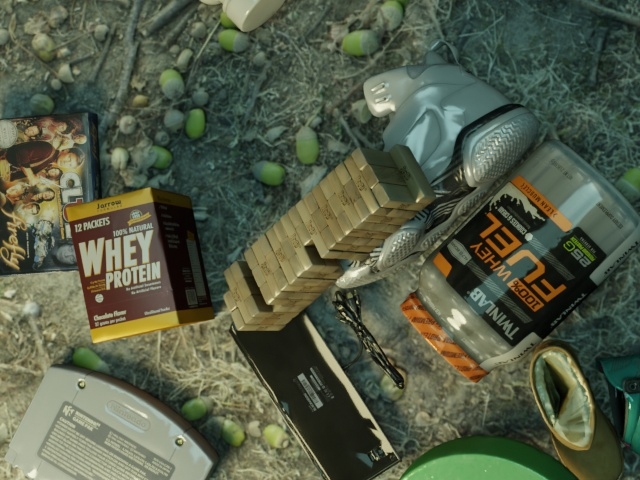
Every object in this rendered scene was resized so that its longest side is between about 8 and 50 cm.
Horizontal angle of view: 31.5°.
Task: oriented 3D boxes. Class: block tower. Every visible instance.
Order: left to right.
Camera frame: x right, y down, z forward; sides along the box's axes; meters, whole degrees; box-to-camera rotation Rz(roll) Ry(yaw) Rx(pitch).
[{"bbox_3d":[0.000,0.000,1.552,0.335,0.097,0.091,-41,62,31],"label":"block tower"}]

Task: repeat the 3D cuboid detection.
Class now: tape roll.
[{"bbox_3d":[0.233,0.434,1.569,0.321,0.077,0.321,4,103,19],"label":"tape roll"}]

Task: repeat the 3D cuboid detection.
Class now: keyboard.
[{"bbox_3d":[0.020,0.199,1.674,0.201,0.033,0.317,-35,85,14],"label":"keyboard"}]

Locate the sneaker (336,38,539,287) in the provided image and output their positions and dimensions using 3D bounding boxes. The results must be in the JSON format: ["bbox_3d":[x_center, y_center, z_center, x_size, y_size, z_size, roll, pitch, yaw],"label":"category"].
[{"bbox_3d":[0.116,-0.108,1.615,0.366,0.137,0.210,-44,71,15],"label":"sneaker"}]

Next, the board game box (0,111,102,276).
[{"bbox_3d":[-0.421,-0.070,1.748,0.165,0.042,0.243,-4,88,10],"label":"board game box"}]

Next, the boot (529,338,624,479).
[{"bbox_3d":[0.335,0.242,1.496,0.089,0.269,0.236,-27,85,9],"label":"boot"}]

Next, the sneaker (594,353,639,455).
[{"bbox_3d":[0.473,0.166,1.555,0.178,0.124,0.295,12,92,0],"label":"sneaker"}]

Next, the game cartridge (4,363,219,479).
[{"bbox_3d":[-0.311,0.319,1.719,0.297,0.062,0.198,29,90,9],"label":"game cartridge"}]

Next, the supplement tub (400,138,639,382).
[{"bbox_3d":[0.271,0.033,1.550,0.193,0.193,0.316,45,97,8],"label":"supplement tub"}]

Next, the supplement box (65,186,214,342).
[{"bbox_3d":[-0.256,0.036,1.642,0.129,0.191,0.194,-13,86,9],"label":"supplement box"}]

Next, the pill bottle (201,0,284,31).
[{"bbox_3d":[-0.154,-0.422,1.662,0.131,0.131,0.229,-44,83,7],"label":"pill bottle"}]
